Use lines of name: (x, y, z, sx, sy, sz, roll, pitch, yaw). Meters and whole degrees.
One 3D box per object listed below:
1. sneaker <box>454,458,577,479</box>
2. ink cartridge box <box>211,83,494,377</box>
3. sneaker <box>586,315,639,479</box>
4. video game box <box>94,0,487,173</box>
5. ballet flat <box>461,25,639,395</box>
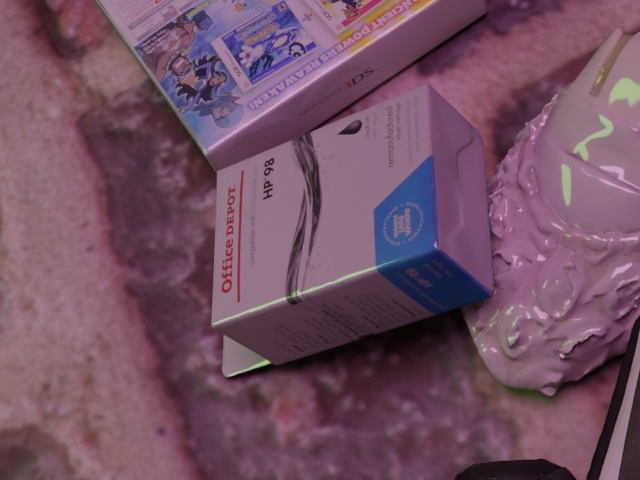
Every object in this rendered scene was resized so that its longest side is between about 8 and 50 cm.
sneaker: (0.066, 0.161, 0.673, 0.152, 0.084, 0.058, -40, 96, 26)
ink cartridge box: (0.000, 0.000, 0.745, 0.180, 0.060, 0.104, -21, 54, 30)
sneaker: (0.261, 0.197, 0.560, 0.257, 0.169, 0.448, -30, 60, 21)
video game box: (-0.026, -0.160, 0.889, 0.205, 0.048, 0.187, -34, 55, -4)
ballet flat: (0.215, -0.097, 0.730, 0.409, 0.147, 0.147, -42, 58, -9)
